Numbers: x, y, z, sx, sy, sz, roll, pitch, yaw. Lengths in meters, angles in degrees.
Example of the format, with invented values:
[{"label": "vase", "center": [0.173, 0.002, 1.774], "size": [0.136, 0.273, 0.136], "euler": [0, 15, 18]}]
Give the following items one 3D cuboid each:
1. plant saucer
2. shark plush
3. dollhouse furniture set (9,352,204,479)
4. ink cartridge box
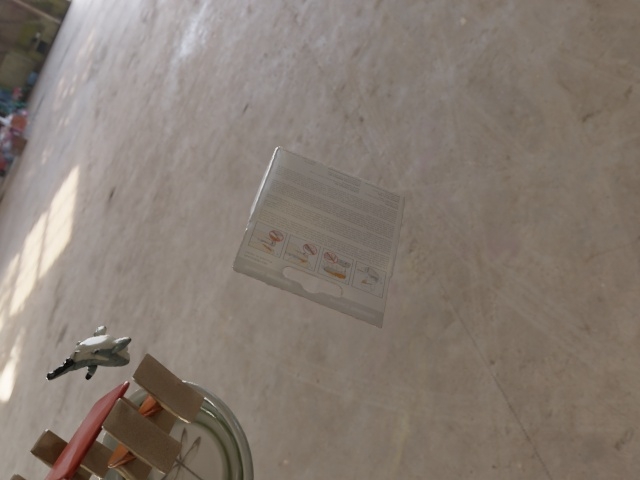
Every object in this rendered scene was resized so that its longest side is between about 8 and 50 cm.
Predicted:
[{"label": "plant saucer", "center": [-0.311, 0.513, 1.665], "size": [0.400, 0.100, 0.400], "euler": [-3, 83, 24]}, {"label": "shark plush", "center": [-0.375, 0.201, 1.225], "size": [0.161, 0.073, 0.067], "euler": [-34, -47, -64]}, {"label": "dollhouse furniture set", "center": [-0.297, 0.269, 0.855], "size": [0.262, 0.135, 0.259], "euler": [-36, 18, 33]}, {"label": "ink cartridge box", "center": [0.000, 0.000, 0.880], "size": [0.056, 0.181, 0.225], "euler": [118, 171, -46]}]
